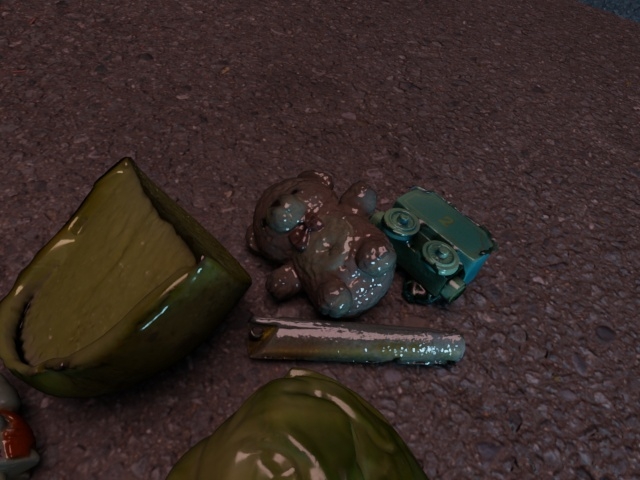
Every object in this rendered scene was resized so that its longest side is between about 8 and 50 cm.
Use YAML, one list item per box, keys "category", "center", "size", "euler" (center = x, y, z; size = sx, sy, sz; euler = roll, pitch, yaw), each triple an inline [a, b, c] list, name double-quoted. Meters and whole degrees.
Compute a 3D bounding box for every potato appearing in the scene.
- category: "potato"
  center: [-0.255, 0.089, 0.649]
  size: [0.280, 0.212, 0.330]
  euler: [-44, 44, -8]

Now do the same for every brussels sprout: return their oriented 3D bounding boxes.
- category: "brussels sprout"
  center: [-0.014, 0.292, 0.472]
  size: [0.328, 0.247, 0.328]
  euler: [17, 37, -13]

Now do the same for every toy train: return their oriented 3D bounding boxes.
- category: "toy train"
  center: [0.186, 0.007, 0.822]
  size: [0.163, 0.112, 0.203]
  euler: [-28, 62, -34]

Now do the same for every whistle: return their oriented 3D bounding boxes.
- category: "whistle"
  center: [-0.390, 0.241, 0.546]
  size: [0.106, 0.101, 0.253]
  euler: [-18, 54, -25]
- category: "whistle"
  center: [0.053, 0.151, 0.712]
  size: [0.327, 0.067, 0.057]
  euler: [5, 23, -5]

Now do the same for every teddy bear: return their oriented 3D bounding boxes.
- category: "teddy bear"
  center: [0.001, 0.001, 0.763]
  size: [0.236, 0.151, 0.267]
  euler: [-43, 71, 1]
